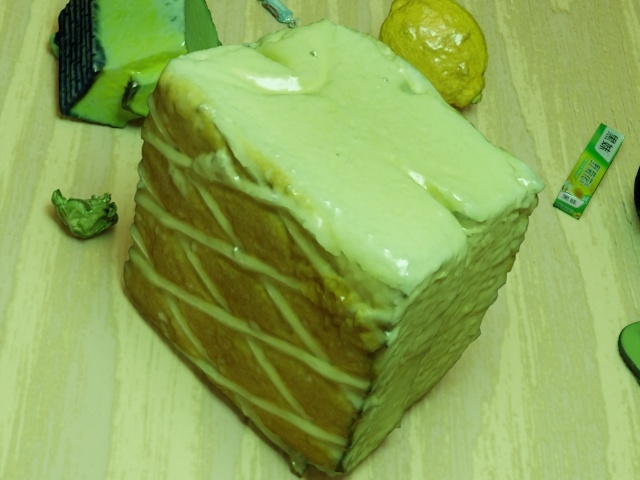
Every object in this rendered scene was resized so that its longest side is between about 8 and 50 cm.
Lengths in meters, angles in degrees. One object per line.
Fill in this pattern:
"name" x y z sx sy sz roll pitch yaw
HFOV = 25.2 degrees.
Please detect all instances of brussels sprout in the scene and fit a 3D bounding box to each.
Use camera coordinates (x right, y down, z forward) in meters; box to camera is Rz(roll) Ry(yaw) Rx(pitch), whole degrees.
"brussels sprout" -0.276 -0.033 1.703 0.085 0.058 0.085 0 17 0

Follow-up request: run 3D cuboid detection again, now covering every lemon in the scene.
"lemon" 0.164 -0.265 2.012 0.187 0.142 0.142 50 50 3

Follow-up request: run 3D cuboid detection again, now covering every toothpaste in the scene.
"toothpaste" 0.377 -0.099 2.007 0.043 0.037 0.178 29 46 9

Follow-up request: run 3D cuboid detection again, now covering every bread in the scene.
"bread" 0.000 0.000 1.551 0.279 0.371 0.390 -29 59 -32

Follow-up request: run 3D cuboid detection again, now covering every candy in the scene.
"candy" -0.061 -0.338 2.083 0.083 0.020 0.030 43 52 18

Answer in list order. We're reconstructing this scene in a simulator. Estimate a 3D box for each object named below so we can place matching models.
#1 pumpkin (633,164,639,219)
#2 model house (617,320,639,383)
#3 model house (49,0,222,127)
"pumpkin" 0.548 -0.039 1.910 0.248 0.248 0.248 10 46 -11
"model house" 0.528 0.082 1.728 0.218 0.279 0.205 -15 54 -32
"model house" -0.246 -0.229 1.863 0.211 0.170 0.194 -12 56 7
